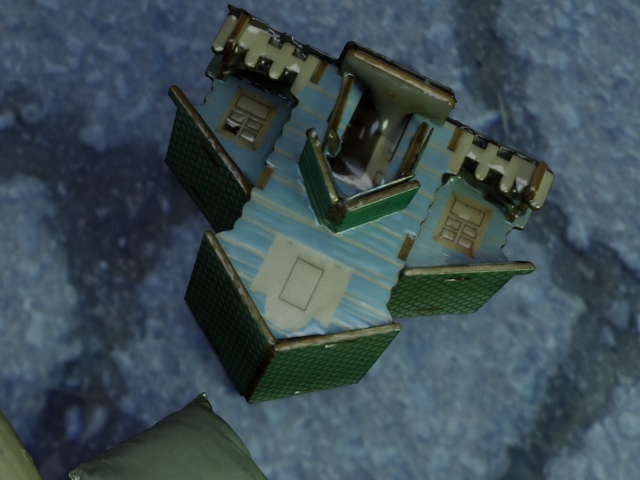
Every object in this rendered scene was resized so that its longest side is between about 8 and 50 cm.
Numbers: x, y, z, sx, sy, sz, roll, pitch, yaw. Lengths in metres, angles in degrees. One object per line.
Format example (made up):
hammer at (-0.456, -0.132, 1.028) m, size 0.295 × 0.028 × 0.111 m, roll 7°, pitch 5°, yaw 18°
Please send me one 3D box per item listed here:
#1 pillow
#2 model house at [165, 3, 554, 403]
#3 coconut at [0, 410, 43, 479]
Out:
pillow at (-0.049, 0.208, 0.860) m, size 0.230 × 0.050 × 0.148 m, roll 55°, pitch 28°, yaw 9°
model house at (0.000, 0.000, 0.911) m, size 0.271 × 0.178 × 0.206 m, roll 28°, pitch 68°, yaw -3°
coconut at (-0.285, 0.180, 0.725) m, size 0.297 × 0.297 × 0.255 m, roll -40°, pitch 93°, yaw -21°
